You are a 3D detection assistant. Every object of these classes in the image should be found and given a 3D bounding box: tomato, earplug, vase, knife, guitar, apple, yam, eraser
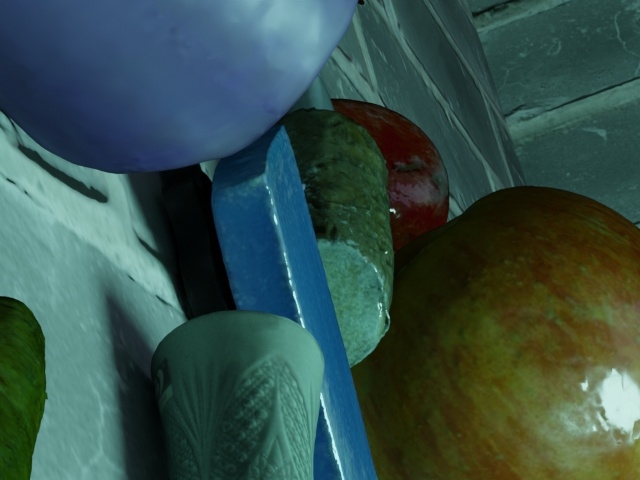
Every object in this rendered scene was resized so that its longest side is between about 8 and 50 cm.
[{"bbox_3d":[0.065,-0.061,1.771,0.189,0.099,0.173,51,24,-54],"label":"tomato"},{"bbox_3d":[-0.157,-0.208,0.777,0.456,0.215,0.215,43,29,-58],"label":"earplug"},{"bbox_3d":[-0.039,0.147,0.978,0.219,0.096,0.096,-95,161,-44],"label":"vase"},{"bbox_3d":[-0.021,-0.163,1.715,0.331,0.044,0.080,-103,166,-46],"label":"knife"},{"bbox_3d":[-0.088,-0.043,1.220,0.088,0.025,0.233,43,30,-72],"label":"guitar"},{"bbox_3d":[0.146,0.090,1.441,0.301,0.301,0.302,-20,90,-78],"label":"apple"},{"bbox_3d":[0.000,0.000,1.364,0.194,0.107,0.107,-92,158,-54],"label":"yam"},{"bbox_3d":[-0.010,0.089,1.221,0.144,0.042,0.312,-73,149,-73],"label":"eraser"}]

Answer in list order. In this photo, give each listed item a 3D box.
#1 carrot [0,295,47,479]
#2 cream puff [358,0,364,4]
[{"bbox_3d":[-0.135,0.104,0.655,0.358,0.074,0.074,-89,156,-64],"label":"carrot"},{"bbox_3d":[0.003,-0.304,1.538,0.155,0.269,0.241,-64,-176,-18],"label":"cream puff"}]
